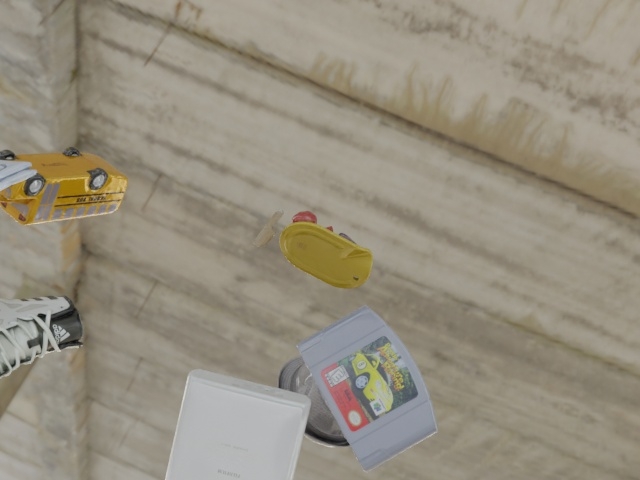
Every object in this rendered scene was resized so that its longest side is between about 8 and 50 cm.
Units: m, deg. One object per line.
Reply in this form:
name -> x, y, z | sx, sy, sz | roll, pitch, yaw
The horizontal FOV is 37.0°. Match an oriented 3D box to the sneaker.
sneaker -> -0.590, 0.180, 1.813 | 0.257, 0.447, 0.169 | -12, -78, -8

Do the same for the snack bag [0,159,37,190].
snack bag -> -0.740, -0.080, 1.737 | 0.323, 0.342, 0.037 | 7, -62, 41

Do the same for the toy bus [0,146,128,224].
toy bus -> -0.562, -0.115, 2.024 | 0.108, 0.332, 0.130 | 36, -67, 23

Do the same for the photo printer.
photo printer -> -0.175, 0.436, 1.924 | 0.256, 0.308, 0.107 | 14, 9, 2

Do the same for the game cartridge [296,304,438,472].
game cartridge -> 0.102, 0.288, 1.920 | 0.294, 0.196, 0.060 | 60, -3, 16

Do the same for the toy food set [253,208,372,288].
toy food set -> 0.000, 0.000, 1.764 | 0.218, 0.071, 0.128 | 28, -43, 0

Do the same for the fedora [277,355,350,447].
fedora -> 0.029, 0.350, 2.272 | 0.243, 0.275, 0.124 | 7, -43, -18
